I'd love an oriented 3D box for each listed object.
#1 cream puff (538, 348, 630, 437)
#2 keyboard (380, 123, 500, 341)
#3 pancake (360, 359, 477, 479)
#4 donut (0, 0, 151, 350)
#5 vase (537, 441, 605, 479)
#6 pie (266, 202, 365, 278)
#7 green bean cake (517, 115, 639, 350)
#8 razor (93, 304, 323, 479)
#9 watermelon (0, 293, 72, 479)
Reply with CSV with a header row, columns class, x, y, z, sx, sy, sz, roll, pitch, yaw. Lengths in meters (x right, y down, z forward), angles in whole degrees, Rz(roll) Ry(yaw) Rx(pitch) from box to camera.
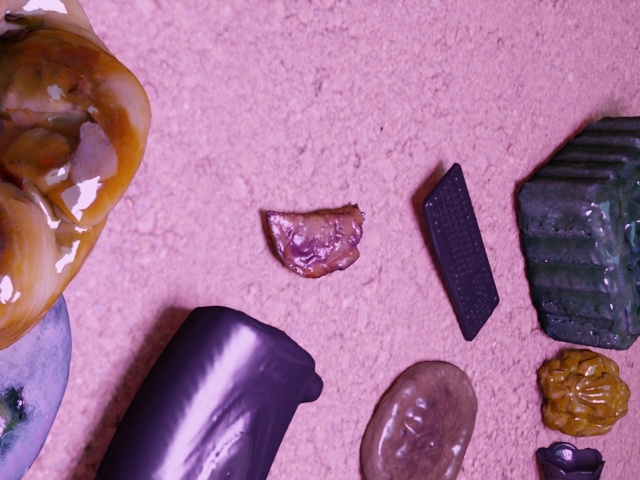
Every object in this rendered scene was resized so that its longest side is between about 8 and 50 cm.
class,x,y,z,sx,sy,sz,roll,pitch,yaw
cream puff,0.426,0.253,1.613,0.156,0.121,0.156,-13,110,-40
keyboard,0.183,-0.018,1.375,0.103,0.041,0.381,-49,128,-30
pancake,0.151,0.286,1.382,0.242,0.050,0.241,-9,103,-44
donut,-0.303,-0.079,0.689,0.361,0.170,0.360,11,64,-24
vase,0.411,0.468,1.650,0.115,0.116,0.237,-13,110,-45
pie,0.000,0.000,1.193,0.170,0.034,0.092,-11,100,-46
green bean cake,0.470,-0.015,1.587,0.308,0.169,0.300,-40,123,-36
razor,-0.131,0.242,1.035,0.204,0.114,0.348,42,64,-42
watermelon,-0.281,0.139,0.819,0.188,0.175,0.321,43,67,-40
